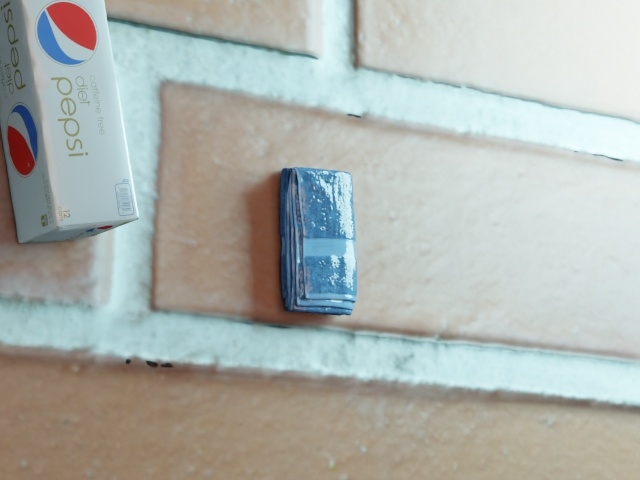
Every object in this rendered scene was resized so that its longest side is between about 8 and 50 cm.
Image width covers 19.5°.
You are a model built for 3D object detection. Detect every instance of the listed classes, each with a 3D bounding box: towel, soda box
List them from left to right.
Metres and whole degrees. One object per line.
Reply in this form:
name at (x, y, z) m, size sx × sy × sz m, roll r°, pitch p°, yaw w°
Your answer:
soda box at (-0.193, -0.110, 1.360) m, size 0.069 × 0.074 × 0.216 m, roll -6°, pitch 84°, yaw -33°
towel at (0.000, 0.000, 1.489) m, size 0.067 × 0.029 × 0.120 m, roll 4°, pitch 79°, yaw -33°
